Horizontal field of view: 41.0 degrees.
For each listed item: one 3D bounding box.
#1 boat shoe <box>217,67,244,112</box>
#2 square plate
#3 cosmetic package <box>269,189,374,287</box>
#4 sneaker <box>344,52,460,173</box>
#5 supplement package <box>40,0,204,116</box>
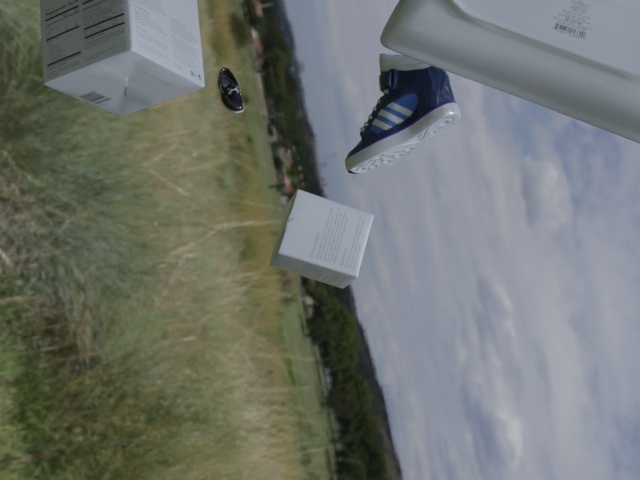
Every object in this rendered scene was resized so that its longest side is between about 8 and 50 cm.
[{"bbox_3d":[-0.191,-0.321,1.826,0.038,0.046,0.125,105,-27,-44],"label":"boat shoe"},{"bbox_3d":[0.286,-0.286,0.889,0.344,0.347,0.049,-62,167,-19],"label":"square plate"},{"bbox_3d":[0.000,0.000,1.895,0.151,0.183,0.151,129,-22,-74],"label":"cosmetic package"},{"bbox_3d":[0.167,-0.330,2.086,0.130,0.322,0.236,8,56,-61],"label":"sneaker"},{"bbox_3d":[-0.347,-0.389,1.494,0.199,0.198,0.263,18,62,-60],"label":"supplement package"}]
